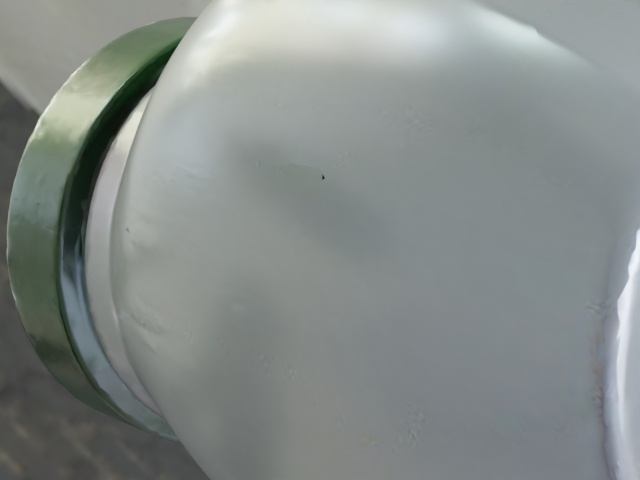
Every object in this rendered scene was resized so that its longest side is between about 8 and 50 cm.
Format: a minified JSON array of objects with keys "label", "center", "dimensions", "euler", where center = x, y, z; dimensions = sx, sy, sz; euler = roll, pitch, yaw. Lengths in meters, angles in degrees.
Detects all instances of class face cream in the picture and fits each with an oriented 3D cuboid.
[{"label":"face cream","center":[0.043,0.019,0.821],"dimensions":[0.357,0.219,0.312],"euler":[14,-55,47]}]
